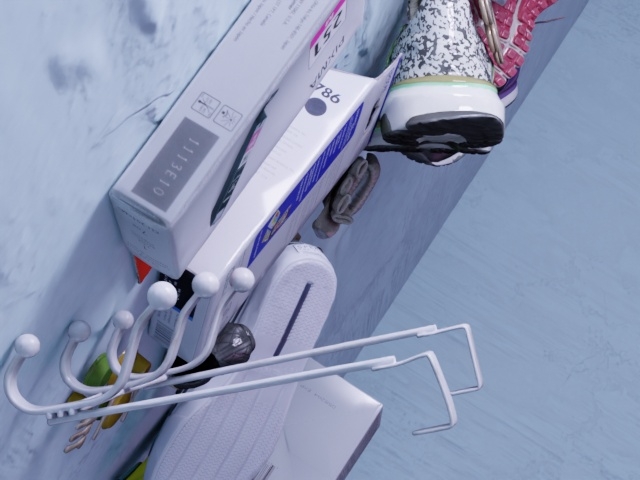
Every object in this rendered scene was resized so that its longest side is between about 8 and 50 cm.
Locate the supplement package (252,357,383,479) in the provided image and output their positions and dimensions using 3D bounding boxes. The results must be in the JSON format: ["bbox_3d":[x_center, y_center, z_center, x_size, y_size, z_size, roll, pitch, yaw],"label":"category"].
[{"bbox_3d":[-0.047,0.274,2.127,0.198,0.199,0.262,-56,172,-10],"label":"supplement package"}]

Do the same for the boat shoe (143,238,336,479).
[{"bbox_3d":[-0.093,0.145,1.638,0.335,0.121,0.119,-59,-148,4],"label":"boat shoe"}]

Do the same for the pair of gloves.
[{"bbox_3d":[0.000,0.000,1.813,0.240,0.042,0.204,-59,-176,-3],"label":"pair of gloves"}]

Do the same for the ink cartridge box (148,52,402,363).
[{"bbox_3d":[-0.043,-0.046,1.457,0.332,0.065,0.165,-51,169,-32],"label":"ink cartridge box"}]

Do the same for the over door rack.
[{"bbox_3d":[-0.045,0.077,1.156,0.239,0.324,0.108,-10,100,-78],"label":"over door rack"}]

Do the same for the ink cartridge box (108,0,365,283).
[{"bbox_3d":[-0.060,-0.090,1.218,0.275,0.060,0.239,-56,170,-16],"label":"ink cartridge box"}]

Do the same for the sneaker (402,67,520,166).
[{"bbox_3d":[0.196,-0.218,2.138,0.283,0.107,0.124,-47,154,-43],"label":"sneaker"}]

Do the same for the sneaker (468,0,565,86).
[{"bbox_3d":[0.230,-0.294,1.999,0.299,0.121,0.112,-47,-161,-21],"label":"sneaker"}]

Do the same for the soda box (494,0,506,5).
[{"bbox_3d":[0.253,-0.399,1.857,0.216,0.074,0.069,-56,171,-15],"label":"soda box"}]

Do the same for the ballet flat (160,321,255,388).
[{"bbox_3d":[-0.124,0.117,1.520,0.049,0.057,0.173,-23,177,-35],"label":"ballet flat"}]

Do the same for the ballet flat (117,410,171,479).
[{"bbox_3d":[-0.181,0.270,1.753,0.231,0.077,0.077,-51,168,-42],"label":"ballet flat"}]

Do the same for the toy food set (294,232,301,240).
[{"bbox_3d":[-0.067,0.037,1.777,0.122,0.019,0.078,-56,172,-4],"label":"toy food set"}]

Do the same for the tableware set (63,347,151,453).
[{"bbox_3d":[-0.194,0.133,1.380,0.104,0.024,0.154,-63,170,12],"label":"tableware set"}]

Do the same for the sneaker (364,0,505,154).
[{"bbox_3d":[0.132,-0.191,1.705,0.410,0.158,0.182,179,-87,-85],"label":"sneaker"}]

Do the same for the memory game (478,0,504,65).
[{"bbox_3d":[0.171,-0.278,1.619,0.186,0.012,0.186,-13,90,-80],"label":"memory game"}]
